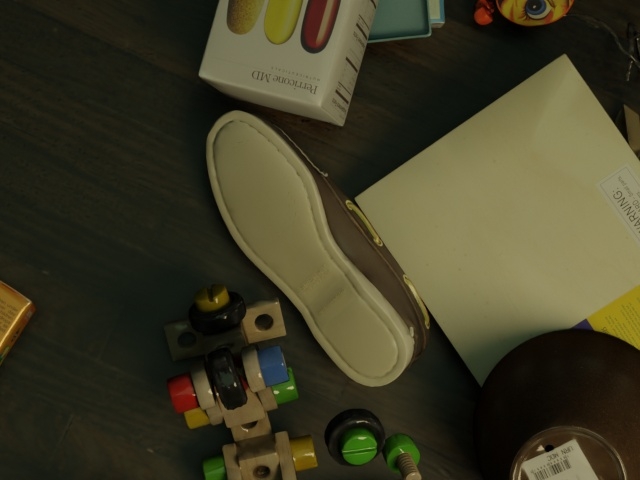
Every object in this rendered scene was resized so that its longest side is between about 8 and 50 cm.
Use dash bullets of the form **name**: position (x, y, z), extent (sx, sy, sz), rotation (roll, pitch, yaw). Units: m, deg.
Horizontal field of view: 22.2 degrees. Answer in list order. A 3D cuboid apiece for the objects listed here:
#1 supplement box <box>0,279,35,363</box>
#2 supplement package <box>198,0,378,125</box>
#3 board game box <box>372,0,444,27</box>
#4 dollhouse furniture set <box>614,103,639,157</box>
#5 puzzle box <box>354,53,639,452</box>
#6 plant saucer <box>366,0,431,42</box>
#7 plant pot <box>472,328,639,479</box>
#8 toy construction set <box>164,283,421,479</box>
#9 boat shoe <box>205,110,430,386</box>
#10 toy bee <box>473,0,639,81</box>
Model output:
- **supplement box**: position (-0.383, 0.142, 1.660), extent (0.080, 0.078, 0.233), rotation (30, 82, -2)
- **supplement package**: position (-0.017, -0.257, 1.680), extent (0.139, 0.134, 0.244), rotation (14, 88, 12)
- **board game box**: position (0.080, -0.309, 1.781), extent (0.103, 0.026, 0.154), rotation (-1, 84, -6)
- **dollhouse furniture set**: position (0.302, -0.086, 1.770), extent (0.081, 0.091, 0.114), rotation (6, 54, -8)
- **puzzle box**: position (0.258, 0.047, 1.707), extent (0.272, 0.052, 0.409), rotation (-34, 89, 11)
- **plant saucer**: position (0.022, -0.240, 1.749), extent (0.192, 0.018, 0.067), rotation (-5, 84, 9)
- **plant pot**: position (0.243, 0.208, 1.581), extent (0.215, 0.230, 0.215), rotation (1, 95, 11)
- **toy construction set**: position (-0.108, 0.192, 1.652), extent (0.309, 0.237, 0.257), rotation (-38, 119, 8)
- **boat shoe**: position (0.000, 0.000, 1.706), extent (0.116, 0.097, 0.324), rotation (-39, 85, 31)
- **toy bee**: position (0.229, -0.292, 1.731), extent (0.162, 0.195, 0.298), rotation (-14, 97, 17)
